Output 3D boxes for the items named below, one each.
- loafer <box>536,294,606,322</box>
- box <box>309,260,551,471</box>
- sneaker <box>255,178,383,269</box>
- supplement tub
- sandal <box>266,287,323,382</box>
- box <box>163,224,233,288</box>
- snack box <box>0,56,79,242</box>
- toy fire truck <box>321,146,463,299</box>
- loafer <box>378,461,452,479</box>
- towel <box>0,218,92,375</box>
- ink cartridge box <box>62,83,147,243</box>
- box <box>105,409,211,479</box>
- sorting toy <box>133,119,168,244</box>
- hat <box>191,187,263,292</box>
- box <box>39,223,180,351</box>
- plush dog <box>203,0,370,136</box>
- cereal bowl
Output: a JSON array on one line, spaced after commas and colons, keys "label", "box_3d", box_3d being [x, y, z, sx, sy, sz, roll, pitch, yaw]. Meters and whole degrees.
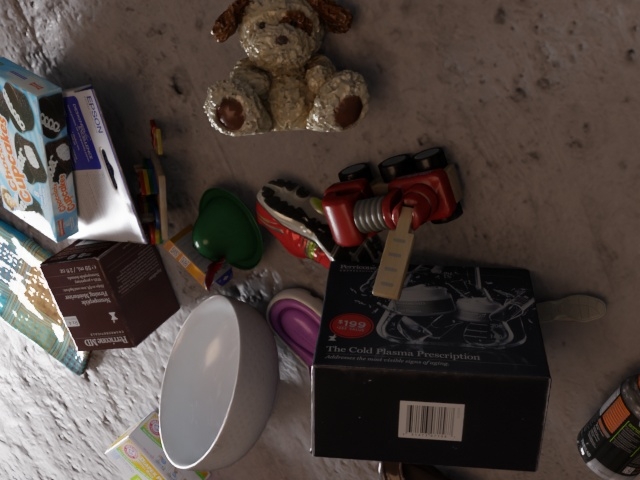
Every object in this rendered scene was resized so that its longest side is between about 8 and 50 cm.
[{"label": "loafer", "box_3d": [0.413, 0.115, 1.550, 0.125, 0.039, 0.045, -7, 78, 28]}, {"label": "box", "box_3d": [0.168, 0.187, 1.486, 0.343, 0.312, 0.179, 3, 117, 4]}, {"label": "sneaker", "box_3d": [0.000, 0.000, 1.686, 0.279, 0.107, 0.118, 39, 145, 9]}, {"label": "supplement tub", "box_3d": [0.518, 0.301, 1.537, 0.117, 0.117, 0.190, 34, 126, 8]}, {"label": "sandal", "box_3d": [0.051, 0.264, 1.776, 0.416, 0.102, 0.169, 38, 127, 5]}, {"label": "box", "box_3d": [-0.233, 0.037, 1.821, 0.136, 0.081, 0.028, 47, 123, 0]}, {"label": "snack box", "box_3d": [-0.560, -0.172, 1.805, 0.187, 0.060, 0.322, 28, 132, 32]}, {"label": "toy fire truck", "box_3d": [0.099, -0.023, 1.509, 0.217, 0.246, 0.158, -9, 110, 31]}, {"label": "loafer", "box_3d": [0.260, 0.513, 1.792, 0.366, 0.134, 0.130, 45, 123, -12]}, {"label": "towel", "box_3d": [-0.655, 0.121, 2.120, 0.370, 0.040, 0.271, 34, 127, 8]}, {"label": "ink cartridge box", "box_3d": [-0.447, -0.145, 1.807, 0.307, 0.072, 0.303, 2, 115, 43]}, {"label": "box", "box_3d": [-0.370, 0.508, 2.130, 0.203, 0.103, 0.114, 49, 127, -2]}, {"label": "sorting toy", "box_3d": [-0.323, -0.094, 1.772, 0.046, 0.132, 0.274, -6, 120, -16]}, {"label": "hat", "box_3d": [-0.222, 0.015, 1.708, 0.173, 0.183, 0.208, 53, 145, 3]}, {"label": "box", "box_3d": [-0.425, 0.095, 1.902, 0.168, 0.167, 0.203, -8, 111, 31]}, {"label": "plush dog", "box_3d": [-0.057, -0.292, 1.522, 0.262, 0.210, 0.225, -3, 101, -1]}, {"label": "cereal bowl", "box_3d": [-0.179, 0.283, 1.813, 0.141, 0.339, 0.339, 19, 134, -30]}]
